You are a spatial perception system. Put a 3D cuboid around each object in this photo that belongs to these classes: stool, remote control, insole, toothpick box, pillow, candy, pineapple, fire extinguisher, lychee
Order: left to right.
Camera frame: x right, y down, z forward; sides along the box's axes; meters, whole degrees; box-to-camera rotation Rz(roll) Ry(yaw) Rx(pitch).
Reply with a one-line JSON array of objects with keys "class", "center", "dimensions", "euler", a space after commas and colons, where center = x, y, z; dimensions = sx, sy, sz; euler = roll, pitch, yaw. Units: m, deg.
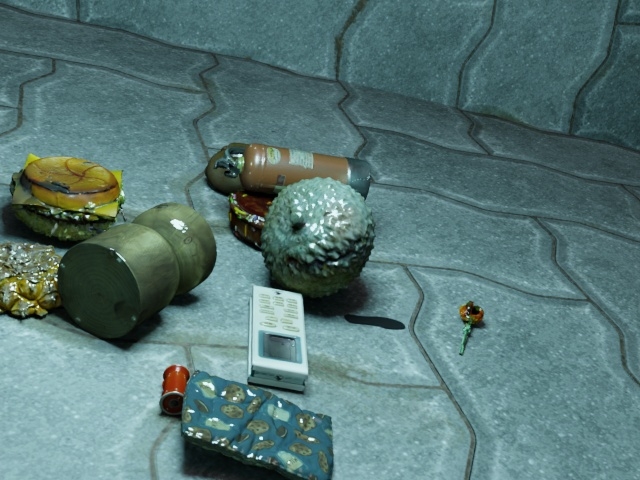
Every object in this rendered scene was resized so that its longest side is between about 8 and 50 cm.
[{"class": "pineapple", "center": [-0.541, 0.058, 1.621], "dimensions": [0.225, 0.076, 0.225], "euler": [13, 27, -7]}, {"class": "stool", "center": [-0.331, 0.049, 1.642], "dimensions": [0.179, 0.179, 0.264], "euler": [23, 26, 15]}, {"class": "toothpick box", "center": [-0.236, 0.241, 1.454], "dimensions": [0.047, 0.047, 0.083], "euler": [11, 24, -11]}, {"class": "pillow", "center": [-0.096, 0.293, 1.405], "dimensions": [0.256, 0.034, 0.189], "euler": [21, 23, -10]}, {"class": "remote control", "center": [-0.082, 0.175, 1.673], "dimensions": [0.103, 0.055, 0.277], "euler": [11, 25, -9]}, {"class": "fire extinguisher", "center": [-0.083, -0.161, 2.124], "dimensions": [0.376, 0.113, 0.200], "euler": [7, 0, -18]}, {"class": "lychee", "center": [0.000, 0.000, 1.858], "dimensions": [0.255, 0.255, 0.274], "euler": [36, -9, 37]}, {"class": "insole", "center": [0.113, 0.169, 1.865], "dimensions": [0.135, 0.002, 0.045], "euler": [8, 25, -17]}, {"class": "candy", "center": [0.313, 0.190, 1.910], "dimensions": [0.056, 0.049, 0.184], "euler": [13, 32, 11]}]

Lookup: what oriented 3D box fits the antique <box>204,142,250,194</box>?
[{"class": "antique", "center": [-0.166, -0.160, 2.250], "dimensions": [0.257, 0.121, 0.143], "euler": [21, 32, 13]}]

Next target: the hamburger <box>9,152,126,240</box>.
[{"class": "hamburger", "center": [-0.519, -0.079, 1.841], "dimensions": [0.243, 0.138, 0.261], "euler": [10, 25, -10]}]

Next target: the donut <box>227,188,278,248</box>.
[{"class": "donut", "center": [-0.106, -0.045, 2.079], "dimensions": [0.235, 0.089, 0.235], "euler": [14, 24, -6]}]
